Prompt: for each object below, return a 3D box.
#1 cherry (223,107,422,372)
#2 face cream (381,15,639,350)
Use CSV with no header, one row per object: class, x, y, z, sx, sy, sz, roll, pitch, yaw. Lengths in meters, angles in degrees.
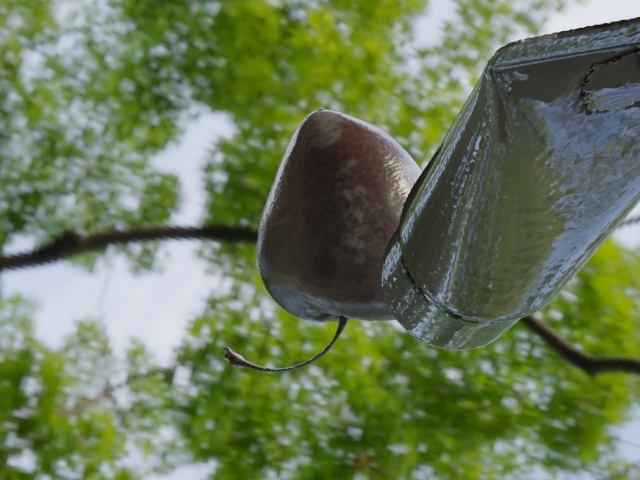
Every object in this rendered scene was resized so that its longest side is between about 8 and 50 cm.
cherry,-0.004,-0.006,1.270,0.115,0.148,0.188,-42,-157,-32
face cream,0.103,-0.029,0.908,0.314,0.143,0.089,125,-46,-66
